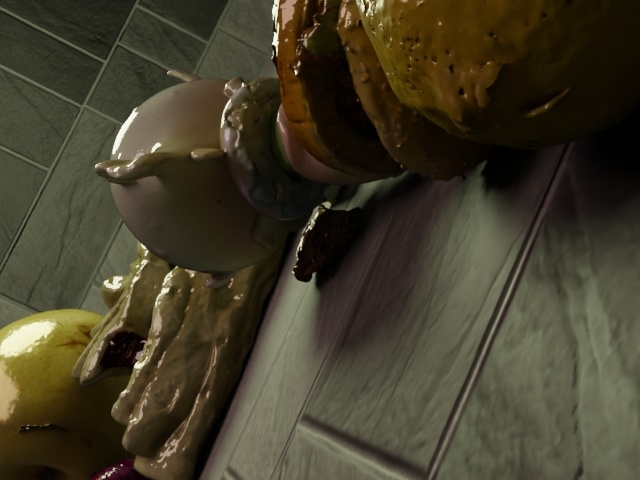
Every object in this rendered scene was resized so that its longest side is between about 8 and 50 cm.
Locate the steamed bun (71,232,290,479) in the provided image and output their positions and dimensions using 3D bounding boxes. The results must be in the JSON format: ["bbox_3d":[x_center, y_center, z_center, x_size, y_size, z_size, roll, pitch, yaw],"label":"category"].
[{"bbox_3d":[-0.187,0.090,1.291,0.428,0.189,0.247,-69,10,-25],"label":"steamed bun"}]

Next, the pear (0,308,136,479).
[{"bbox_3d":[-0.365,0.252,1.453,0.309,0.309,0.309,-59,12,21],"label":"pear"}]

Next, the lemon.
[{"bbox_3d":[0.102,-0.131,0.508,0.173,0.173,0.206,-48,21,53],"label":"lemon"}]

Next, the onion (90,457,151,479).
[{"bbox_3d":[-0.255,0.335,1.302,0.104,0.115,0.115,42,112,32],"label":"onion"}]

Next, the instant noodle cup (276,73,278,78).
[{"bbox_3d":[-0.008,-0.286,1.533,0.127,0.127,0.136,157,130,-73],"label":"instant noodle cup"}]

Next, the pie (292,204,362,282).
[{"bbox_3d":[0.000,0.000,1.031,0.092,0.034,0.170,-61,11,-7],"label":"pie"}]

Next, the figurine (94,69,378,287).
[{"bbox_3d":[-0.054,-0.080,0.926,0.394,0.274,0.227,-13,90,42],"label":"figurine"}]

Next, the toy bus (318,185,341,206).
[{"bbox_3d":[0.027,-0.151,1.154,0.226,0.081,0.074,-62,16,-10],"label":"toy bus"}]

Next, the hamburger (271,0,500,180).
[{"bbox_3d":[0.065,-0.121,0.674,0.118,0.191,0.182,14,46,46],"label":"hamburger"}]
